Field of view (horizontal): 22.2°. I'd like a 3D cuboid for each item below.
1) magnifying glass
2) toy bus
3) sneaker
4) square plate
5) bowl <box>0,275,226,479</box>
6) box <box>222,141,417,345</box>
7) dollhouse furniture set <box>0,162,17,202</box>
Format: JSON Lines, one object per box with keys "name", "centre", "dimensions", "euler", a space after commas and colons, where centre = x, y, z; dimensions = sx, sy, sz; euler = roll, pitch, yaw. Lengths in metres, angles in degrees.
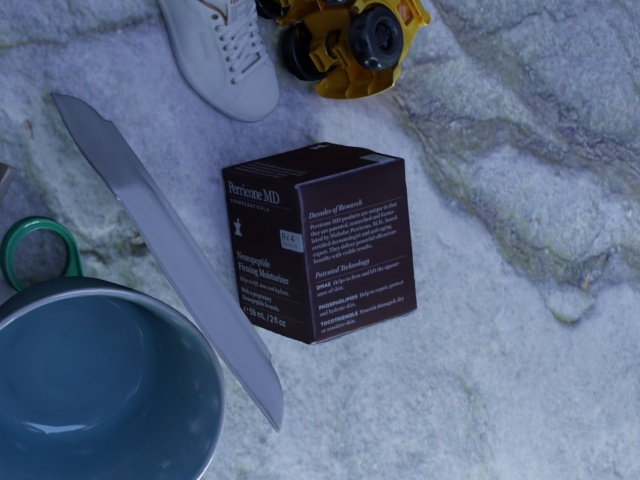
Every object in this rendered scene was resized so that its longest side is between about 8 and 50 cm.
{"name": "magnifying glass", "centre": [-0.292, 0.069, 1.912], "dimensions": [0.092, 0.026, 0.231], "euler": [-45, 122, -21]}
{"name": "toy bus", "centre": [0.038, -0.317, 2.015], "dimensions": [0.211, 0.149, 0.220], "euler": [-53, 122, -32]}
{"name": "sneaker", "centre": [-0.116, -0.253, 1.919], "dimensions": [0.106, 0.123, 0.290], "euler": [-46, 123, -23]}
{"name": "square plate", "centre": [-0.162, 0.009, 1.799], "dimensions": [0.049, 0.347, 0.344], "euler": [-34, 119, -5]}
{"name": "bowl", "centre": [-0.273, 0.163, 1.826], "dimensions": [0.311, 0.163, 0.312], "euler": [-7, 115, -15]}
{"name": "box", "centre": [0.000, 0.000, 2.021], "dimensions": [0.167, 0.168, 0.203], "euler": [-17, 108, -32]}
{"name": "dollhouse furniture set", "centre": [-0.520, -0.097, 1.614], "dimensions": [0.374, 0.201, 0.152], "euler": [32, 79, -42]}
